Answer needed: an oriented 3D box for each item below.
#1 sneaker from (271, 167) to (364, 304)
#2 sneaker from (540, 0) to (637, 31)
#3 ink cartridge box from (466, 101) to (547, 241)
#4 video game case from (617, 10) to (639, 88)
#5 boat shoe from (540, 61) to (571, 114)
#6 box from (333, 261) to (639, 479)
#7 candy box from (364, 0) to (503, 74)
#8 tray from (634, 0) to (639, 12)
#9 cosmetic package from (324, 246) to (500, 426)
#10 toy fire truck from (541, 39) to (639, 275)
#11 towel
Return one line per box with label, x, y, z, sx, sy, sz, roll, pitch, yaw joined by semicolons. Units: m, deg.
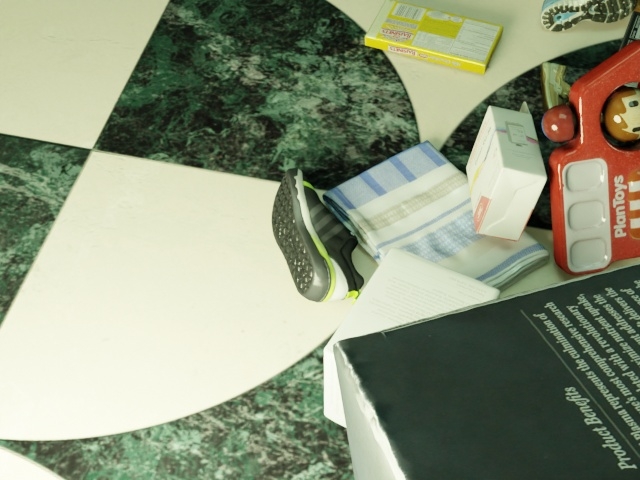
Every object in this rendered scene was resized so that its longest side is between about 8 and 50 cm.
sneaker;0.000;0.000;1.573;0.097;0.084;0.235;5;47;-26
sneaker;0.442;-0.399;1.876;0.162;0.063;0.073;-8;41;7
ink cartridge box;0.255;-0.106;1.587;0.067;0.115;0.198;11;37;-7
video game case;0.580;-0.248;1.758;0.248;0.035;0.275;16;46;14
boat shoe;0.366;-0.229;1.753;0.045;0.050;0.135;-1;50;7
box;0.296;0.291;1.010;0.471;0.480;0.297;-14;28;-7
candy box;0.186;-0.336;1.860;0.206;0.027;0.105;17;55;15
tray;0.505;-0.496;1.956;0.411;0.076;0.203;19;54;17
cosmetic package;0.111;0.140;1.391;0.151;0.151;0.184;23;53;19
toy fire truck;0.425;-0.113;1.510;0.254;0.302;0.169;-10;19;-6
towel;0.159;-0.020;1.598;0.209;0.034;0.285;-28;55;-21
